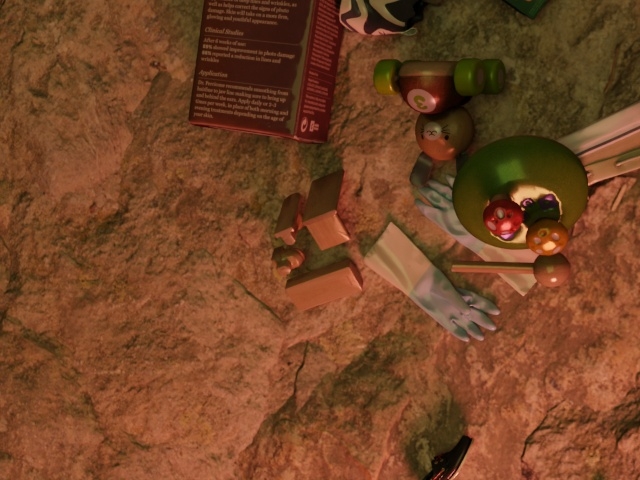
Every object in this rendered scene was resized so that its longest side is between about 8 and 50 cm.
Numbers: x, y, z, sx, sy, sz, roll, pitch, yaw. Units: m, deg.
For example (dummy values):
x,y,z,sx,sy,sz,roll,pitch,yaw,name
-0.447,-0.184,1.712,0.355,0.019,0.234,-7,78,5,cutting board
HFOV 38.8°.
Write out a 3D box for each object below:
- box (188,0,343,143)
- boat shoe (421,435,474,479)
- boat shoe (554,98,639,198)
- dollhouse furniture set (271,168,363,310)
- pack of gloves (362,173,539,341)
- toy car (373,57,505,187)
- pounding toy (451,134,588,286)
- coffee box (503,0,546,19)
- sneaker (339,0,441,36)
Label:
x,y,z,sx,sy,sz,roll,pitch,yaw,name
-0.071,-0.351,1.404,0.191,0.143,0.381,11,97,20,box
0.186,0.346,1.376,0.042,0.049,0.133,35,108,8,boat shoe
0.345,-0.095,1.272,0.302,0.109,0.094,-27,87,18,boat shoe
0.000,0.000,1.447,0.144,0.123,0.151,-20,120,20,dollhouse furniture set
0.200,0.027,1.363,0.232,0.046,0.195,39,105,15,pack of gloves
0.173,-0.168,1.320,0.155,0.149,0.188,6,102,32,toy car
0.269,-0.015,1.221,0.183,0.110,0.237,2,129,4,pounding toy
0.257,-0.406,1.272,0.184,0.040,0.113,27,107,-22,coffee box
0.130,-0.412,1.348,0.153,0.094,0.235,20,99,18,sneaker
